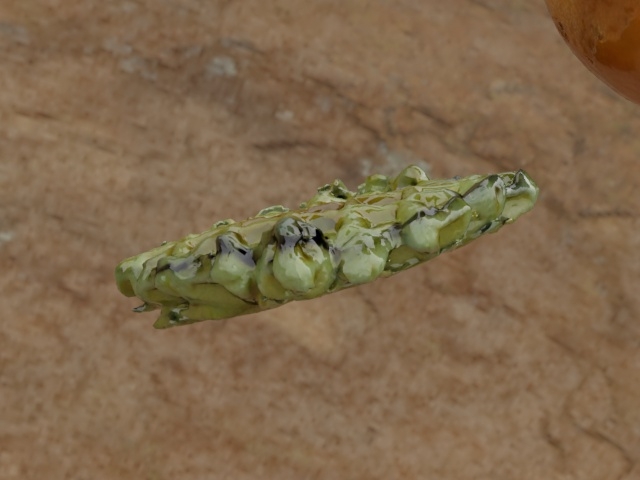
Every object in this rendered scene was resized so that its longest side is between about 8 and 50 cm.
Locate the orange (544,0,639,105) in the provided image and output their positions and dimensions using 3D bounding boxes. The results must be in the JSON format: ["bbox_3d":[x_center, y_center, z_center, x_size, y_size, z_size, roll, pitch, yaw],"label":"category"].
[{"bbox_3d":[0.287,-0.230,1.132,0.226,0.284,0.284,-21,52,-22],"label":"orange"}]

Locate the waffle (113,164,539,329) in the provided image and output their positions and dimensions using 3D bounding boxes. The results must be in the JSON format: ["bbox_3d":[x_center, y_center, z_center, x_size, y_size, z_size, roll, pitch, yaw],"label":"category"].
[{"bbox_3d":[0.000,0.000,1.214,0.297,0.317,0.073,-19,98,-39],"label":"waffle"}]
